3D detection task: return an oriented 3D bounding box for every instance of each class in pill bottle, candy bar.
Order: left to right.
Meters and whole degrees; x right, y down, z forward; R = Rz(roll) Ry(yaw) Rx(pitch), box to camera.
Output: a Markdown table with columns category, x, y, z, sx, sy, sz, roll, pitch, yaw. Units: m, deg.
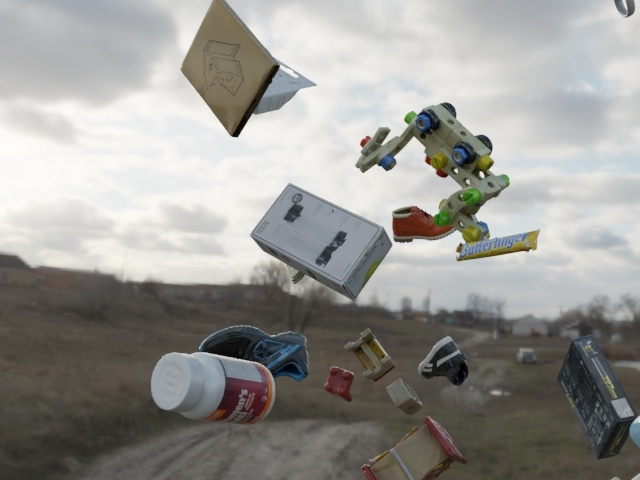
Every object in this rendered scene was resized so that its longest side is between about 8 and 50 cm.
| category | x | y | z | sx | sy | sz | roll | pitch | yaw |
| --- | --- | --- | --- | --- | --- | --- | --- | --- | --- |
| pill bottle | -0.195 | 0.270 | 1.508 | 0.121 | 0.121 | 0.221 | -1 | -14 | 38 |
| candy bar | 0.301 | 0.010 | 1.409 | 0.161 | 0.040 | 0.018 | -11 | -35 | 40 |

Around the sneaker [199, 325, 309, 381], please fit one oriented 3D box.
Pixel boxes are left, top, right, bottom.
| category | x | y | z | sx | sy | sz | roll | pitch | yaw |
| --- | --- | --- | --- | --- | --- | --- | --- | --- | --- |
| sneaker | -0.184 | 0.338 | 2.410 | 0.341 | 0.139 | 0.125 | 5 | -40 | -24 |

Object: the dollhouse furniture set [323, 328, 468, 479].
| category | x | y | z | sx | sy | sz | roll | pitch | yaw |
| --- | --- | --- | --- | --- | --- | --- | --- | --- | --- |
| dollhouse furniture set | 0.154 | 0.425 | 1.955 | 0.201 | 0.374 | 0.152 | -38 | -29 | 4 |

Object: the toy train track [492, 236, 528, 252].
| category | x | y | z | sx | sy | sz | roll | pitch | yaw |
| --- | --- | --- | --- | --- | --- | --- | --- | --- | --- |
| toy train track | 0.416 | 0.006 | 1.790 | 0.083 | 0.014 | 0.048 | 19 | -9 | -5 |

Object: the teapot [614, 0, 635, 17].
| category | x | y | z | sx | sy | sz | roll | pitch | yaw |
| --- | --- | --- | --- | --- | --- | --- | --- | --- | --- |
| teapot | 0.782 | -0.769 | 2.264 | 0.253 | 0.256 | 0.187 | 22 | -10 | 23 |

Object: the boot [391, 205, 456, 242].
| category | x | y | z | sx | sy | sz | roll | pitch | yaw |
| --- | --- | --- | --- | --- | --- | --- | --- | --- | --- |
| boot | 0.241 | -0.045 | 1.908 | 0.158 | 0.084 | 0.059 | -7 | 30 | 10 |

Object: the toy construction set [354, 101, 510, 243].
| category | x | y | z | sx | sy | sz | roll | pitch | yaw |
| --- | --- | --- | --- | --- | --- | --- | --- | --- | --- |
| toy construction set | 0.234 | -0.142 | 1.643 | 0.328 | 0.151 | 0.215 | 36 | -43 | 12 |

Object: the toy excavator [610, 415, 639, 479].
| category | x | y | z | sx | sy | sz | roll | pitch | yaw |
| --- | --- | --- | --- | --- | --- | --- | --- | --- | --- |
| toy excavator | 0.518 | 0.304 | 1.168 | 0.445 | 0.222 | 0.433 | -39 | -23 | 8 |

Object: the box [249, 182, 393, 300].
| category | x | y | z | sx | sy | sz | roll | pitch | yaw |
| --- | --- | --- | --- | --- | --- | --- | --- | --- | --- |
| box | 0.000 | 0.000 | 1.900 | 0.290 | 0.169 | 0.087 | 26 | -17 | 32 |

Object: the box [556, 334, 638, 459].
| category | x | y | z | sx | sy | sz | roll | pitch | yaw |
| --- | --- | --- | --- | --- | --- | --- | --- | --- | --- |
| box | 0.649 | 0.370 | 1.947 | 0.059 | 0.232 | 0.183 | -10 | -42 | -9 |

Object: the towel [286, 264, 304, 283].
| category | x | y | z | sx | sy | sz | roll | pitch | yaw |
| --- | --- | --- | --- | --- | --- | --- | --- | --- | --- |
| towel | -0.038 | 0.038 | 2.184 | 0.027 | 0.148 | 0.110 | 28 | 22 | -29 |

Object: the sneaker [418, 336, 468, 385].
| category | x | y | z | sx | sy | sz | roll | pitch | yaw |
| --- | --- | --- | --- | --- | --- | --- | --- | --- | --- |
| sneaker | 0.353 | 0.375 | 2.343 | 0.079 | 0.121 | 0.217 | -24 | -26 | -23 |

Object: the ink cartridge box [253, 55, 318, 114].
| category | x | y | z | sx | sy | sz | roll | pitch | yaw |
| --- | --- | --- | --- | --- | --- | --- | --- | --- | --- |
| ink cartridge box | -0.150 | -0.408 | 2.137 | 0.189 | 0.066 | 0.232 | 37 | 32 | 25 |

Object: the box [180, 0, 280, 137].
| category | x | y | z | sx | sy | sz | roll | pitch | yaw |
| --- | --- | --- | --- | --- | --- | --- | --- | --- | --- |
| box | -0.166 | -0.308 | 1.462 | 0.021 | 0.201 | 0.164 | -5 | -41 | -48 |
